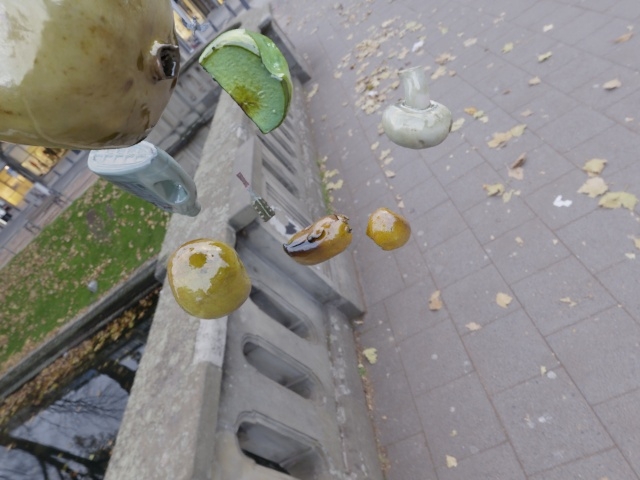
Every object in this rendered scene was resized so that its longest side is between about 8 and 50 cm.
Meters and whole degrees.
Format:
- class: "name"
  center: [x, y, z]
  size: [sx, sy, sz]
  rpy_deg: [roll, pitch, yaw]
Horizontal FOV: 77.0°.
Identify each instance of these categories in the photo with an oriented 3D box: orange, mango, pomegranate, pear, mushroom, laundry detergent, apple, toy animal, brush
- class: "orange"
  center: [0.229, -0.037, 1.370]
  size: [0.134, 0.156, 0.156]
  rpy_deg: [-55, 33, 2]
- class: "mango"
  center: [0.000, 0.000, 1.560]
  size: [0.287, 0.153, 0.201]
  rpy_deg: [-26, 20, 32]
- class: "pomegranate"
  center: [-0.351, -0.266, 0.551]
  size: [0.332, 0.332, 0.332]
  rpy_deg: [-29, 37, 24]
- class: "pear"
  center: [-0.174, -0.482, 1.157]
  size: [0.159, 0.292, 0.292]
  rpy_deg: [-31, 36, 24]
- class: "mushroom"
  center: [0.406, -0.553, 1.798]
  size: [0.315, 0.356, 0.315]
  rpy_deg: [-46, 5, 5]
- class: "laundry detergent"
  center: [-0.507, -0.177, 1.307]
  size: [0.264, 0.398, 0.125]
  rpy_deg: [4, 71, 19]
- class: "apple"
  center: [-0.237, 0.080, 0.874]
  size: [0.155, 0.182, 0.182]
  rpy_deg: [-21, 37, 5]
- class: "toy animal"
  center: [-0.385, -0.653, 1.229]
  size: [0.028, 0.084, 0.050]
  rpy_deg: [141, 136, -74]
- class: "brush"
  center: [-0.353, -0.235, 2.139]
  size: [0.084, 0.301, 0.071]
  rpy_deg: [-38, 19, -9]
